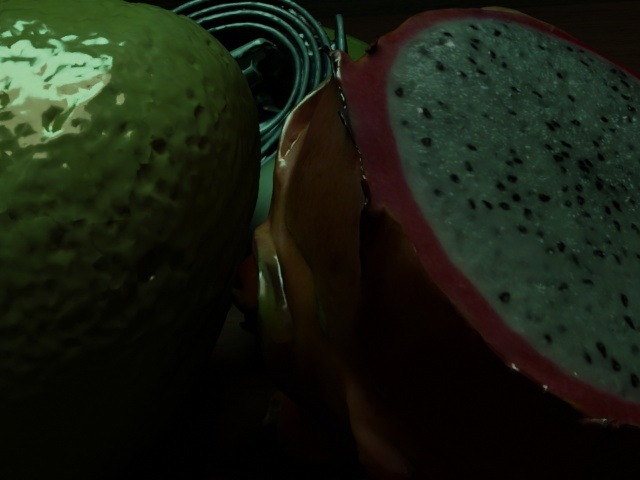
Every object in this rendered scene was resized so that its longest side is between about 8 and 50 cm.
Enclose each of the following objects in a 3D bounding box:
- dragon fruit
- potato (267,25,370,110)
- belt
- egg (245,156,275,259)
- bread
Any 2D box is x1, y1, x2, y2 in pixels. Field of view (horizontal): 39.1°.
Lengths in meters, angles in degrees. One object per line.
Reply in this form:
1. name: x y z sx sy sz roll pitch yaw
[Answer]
1. dragon fruit: 0.090 0.033 0.517 0.305 0.225 0.305 17 45 -18
2. potato: -0.044 -0.145 1.007 0.304 0.215 0.216 16 11 -25
3. belt: -0.083 -0.123 0.836 0.267 0.206 0.116 -43 -16 -5
4. egg: 0.000 0.000 0.720 0.149 0.149 0.192 -6 -8 -5
5. bread: -0.159 0.002 0.551 0.237 0.320 0.320 2 21 9
